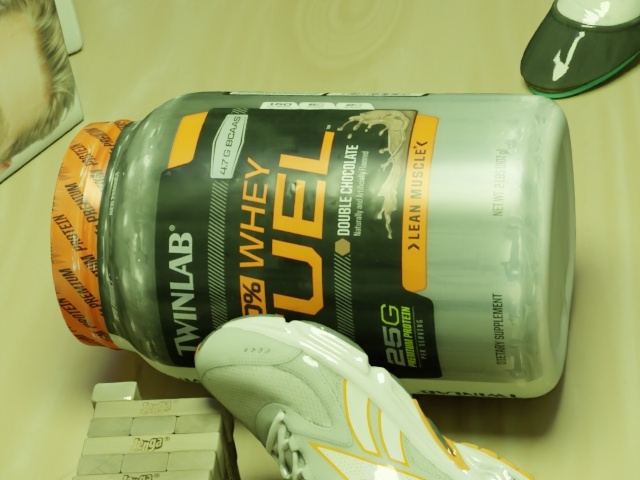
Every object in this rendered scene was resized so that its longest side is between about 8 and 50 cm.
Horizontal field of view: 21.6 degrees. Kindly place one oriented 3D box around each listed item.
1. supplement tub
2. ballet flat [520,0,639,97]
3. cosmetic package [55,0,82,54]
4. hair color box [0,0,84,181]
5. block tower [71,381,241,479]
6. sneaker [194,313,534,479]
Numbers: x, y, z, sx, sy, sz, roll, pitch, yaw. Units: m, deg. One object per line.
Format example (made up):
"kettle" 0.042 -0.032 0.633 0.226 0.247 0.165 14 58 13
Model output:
"supplement tub" 0.000 0.000 1.162 0.338 0.207 0.207 1 38 14
"ballet flat" 0.280 -0.228 1.491 0.280 0.096 0.095 -33 43 -27
"cosmetic package" -0.483 -0.209 1.576 0.453 0.161 0.230 -25 40 -19
"hair color box" -0.361 -0.096 1.391 0.105 0.174 0.347 19 45 31
"block tower" -0.111 0.227 0.986 0.097 0.091 0.335 -3 38 7
"sneaker" 0.019 0.149 1.006 0.262 0.099 0.121 33 59 14
